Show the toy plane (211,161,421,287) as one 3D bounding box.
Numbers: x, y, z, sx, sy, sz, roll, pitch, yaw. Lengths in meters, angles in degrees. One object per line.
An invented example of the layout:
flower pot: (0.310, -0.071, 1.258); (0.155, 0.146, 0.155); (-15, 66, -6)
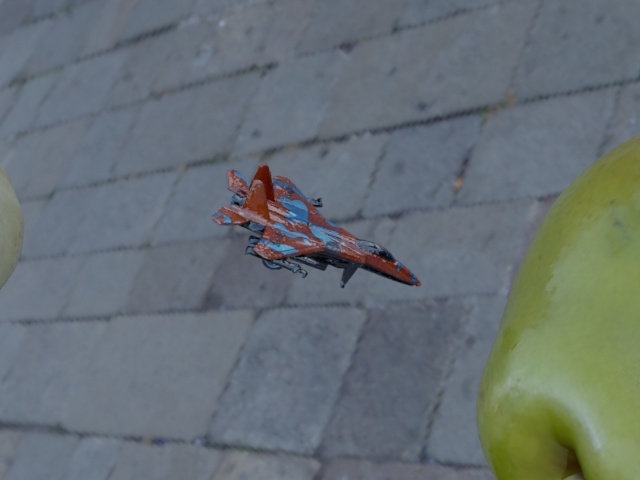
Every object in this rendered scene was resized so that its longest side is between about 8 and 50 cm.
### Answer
toy plane: (-0.002, 0.002, 1.169); (0.061, 0.189, 0.130); (-51, 14, 29)

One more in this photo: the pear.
pear: (0.313, 0.086, 1.033); (0.418, 0.362, 0.362); (-31, 20, -29)

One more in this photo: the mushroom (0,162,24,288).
mushroom: (-0.426, 0.004, 1.388); (0.254, 0.234, 0.260); (-40, 61, -16)
